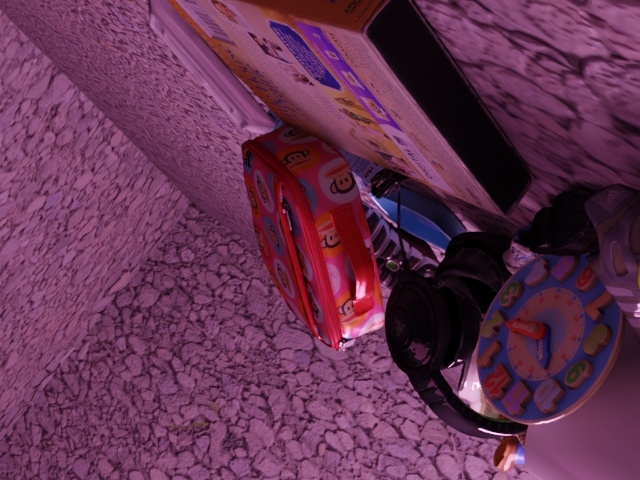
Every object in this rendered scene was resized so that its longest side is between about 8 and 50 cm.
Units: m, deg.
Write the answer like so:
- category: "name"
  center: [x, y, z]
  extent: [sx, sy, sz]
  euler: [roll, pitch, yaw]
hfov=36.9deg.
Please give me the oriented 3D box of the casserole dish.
- category: "casserole dish"
  center: [0.150, -0.037, 1.437]
  extent: [0.188, 0.037, 0.114]
  euler: [30, 170, 50]

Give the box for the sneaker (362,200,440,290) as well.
- category: "sneaker"
  center: [0.093, 0.003, 1.585]
  extent: [0.281, 0.106, 0.162]
  euler: [39, -166, -11]

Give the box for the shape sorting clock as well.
- category: "shape sorting clock"
  center: [0.248, 0.102, 1.062]
  extent: [0.040, 0.206, 0.206]
  euler: [22, -179, -28]

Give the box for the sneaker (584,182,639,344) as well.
- category: "sneaker"
  center: [0.321, 0.037, 0.907]
  extent: [0.121, 0.111, 0.300]
  euler: [45, 173, 34]

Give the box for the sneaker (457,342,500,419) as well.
- category: "sneaker"
  center: [0.419, 0.331, 2.066]
  extent: [0.182, 0.158, 0.410]
  euler: [15, 168, 25]

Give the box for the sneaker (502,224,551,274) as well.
- category: "sneaker"
  center: [0.258, 0.006, 1.179]
  extent: [0.058, 0.052, 0.135]
  euler: [49, 163, -9]

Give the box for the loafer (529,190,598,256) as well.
- category: "loafer"
  center: [0.267, -0.014, 0.991]
  extent: [0.061, 0.062, 0.170]
  euler: [10, 177, -1]

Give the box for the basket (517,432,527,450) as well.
- category: "basket"
  center: [0.424, 0.343, 1.728]
  extent: [0.213, 0.223, 0.299]
  euler: [31, 171, 41]

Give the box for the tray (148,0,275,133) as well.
- category: "tray"
  center: [-0.176, -0.264, 1.464]
  extent: [0.270, 0.030, 0.145]
  euler: [49, 173, -8]

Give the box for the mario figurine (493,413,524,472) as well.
- category: "mario figurine"
  center: [0.505, 0.453, 1.943]
  extent: [0.320, 0.198, 0.170]
  euler: [17, 176, -2]

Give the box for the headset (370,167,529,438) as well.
- category: "headset"
  center: [0.193, 0.068, 1.258]
  extent: [0.394, 0.243, 0.185]
  euler: [55, 147, 0]

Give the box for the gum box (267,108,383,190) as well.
- category: "gum box"
  center: [0.000, -0.146, 1.459]
  extent: [0.184, 0.041, 0.157]
  euler: [39, 172, -3]

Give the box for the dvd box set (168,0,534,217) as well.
- category: "dvd box set"
  center: [0.012, -0.189, 1.078]
  extent: [0.420, 0.062, 0.307]
  euler: [29, 168, 49]

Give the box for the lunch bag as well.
- category: "lunch bag"
  center: [0.000, 0.000, 1.340]
  extent: [0.258, 0.120, 0.293]
  euler: [42, 152, 54]

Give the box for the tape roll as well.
- category: "tape roll"
  center: [0.376, 0.216, 1.107]
  extent: [0.169, 0.246, 0.246]
  euler: [33, 171, 39]
